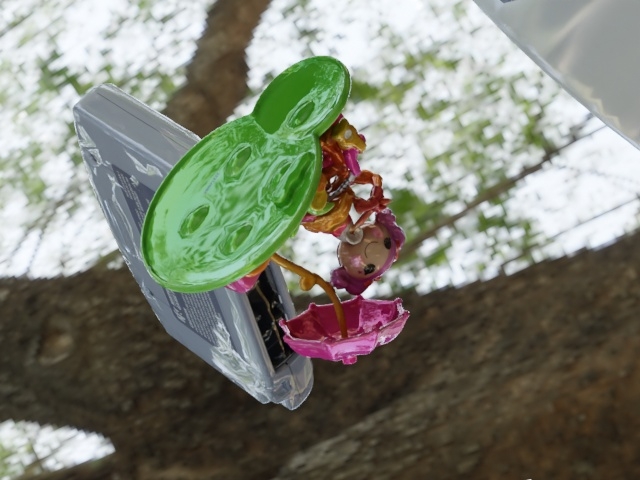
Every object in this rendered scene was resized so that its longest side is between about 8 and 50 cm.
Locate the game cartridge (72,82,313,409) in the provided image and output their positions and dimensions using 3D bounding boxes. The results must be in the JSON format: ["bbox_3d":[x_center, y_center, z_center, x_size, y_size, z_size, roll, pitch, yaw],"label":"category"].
[{"bbox_3d":[-0.111,0.004,1.436,0.060,0.196,0.294,-44,-39,-24],"label":"game cartridge"}]

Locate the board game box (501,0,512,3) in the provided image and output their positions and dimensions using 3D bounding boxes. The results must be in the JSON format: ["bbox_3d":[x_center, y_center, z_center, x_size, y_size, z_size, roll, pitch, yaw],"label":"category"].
[{"bbox_3d":[0.202,-0.267,1.261,0.048,0.170,0.141,38,-132,-51],"label":"board game box"}]

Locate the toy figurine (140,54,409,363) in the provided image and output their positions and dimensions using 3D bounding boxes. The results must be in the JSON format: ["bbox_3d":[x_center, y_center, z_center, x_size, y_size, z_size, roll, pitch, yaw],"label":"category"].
[{"bbox_3d":[0.000,0.000,1.043,0.159,0.130,0.173,45,-107,-39],"label":"toy figurine"}]

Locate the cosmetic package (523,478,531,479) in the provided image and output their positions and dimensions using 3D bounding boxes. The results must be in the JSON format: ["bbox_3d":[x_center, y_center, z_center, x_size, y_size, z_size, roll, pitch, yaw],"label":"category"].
[{"bbox_3d":[-0.040,0.294,1.371,0.284,0.377,0.097,-11,-98,-45],"label":"cosmetic package"}]

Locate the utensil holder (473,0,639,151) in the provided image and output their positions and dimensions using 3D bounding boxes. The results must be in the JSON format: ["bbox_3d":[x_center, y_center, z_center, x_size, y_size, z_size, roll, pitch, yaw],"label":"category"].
[{"bbox_3d":[0.354,-0.305,1.574,0.327,0.385,0.327,39,-165,-12],"label":"utensil holder"}]
